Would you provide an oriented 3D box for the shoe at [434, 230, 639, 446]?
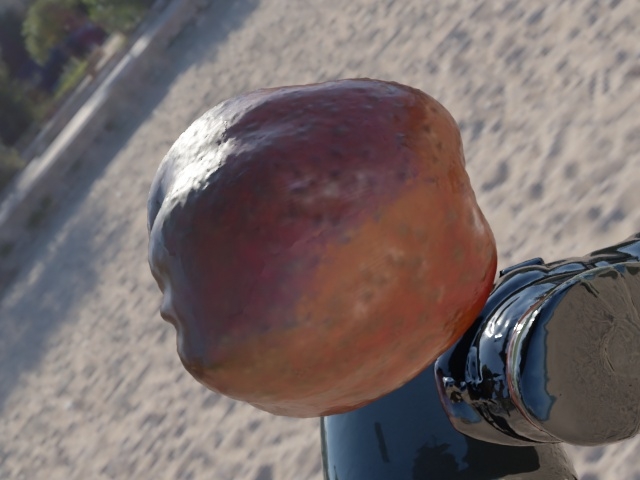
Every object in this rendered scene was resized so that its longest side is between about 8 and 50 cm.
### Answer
[{"bbox_3d":[0.174,0.056,0.783,0.291,0.114,0.137,-21,0,-45],"label":"shoe"}]

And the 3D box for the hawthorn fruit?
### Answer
[{"bbox_3d":[0.000,0.000,0.654,0.189,0.189,0.189,-46,14,15],"label":"hawthorn fruit"}]

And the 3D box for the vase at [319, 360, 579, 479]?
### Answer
[{"bbox_3d":[0.057,0.078,0.940,0.173,0.173,0.321,-41,51,32],"label":"vase"}]
